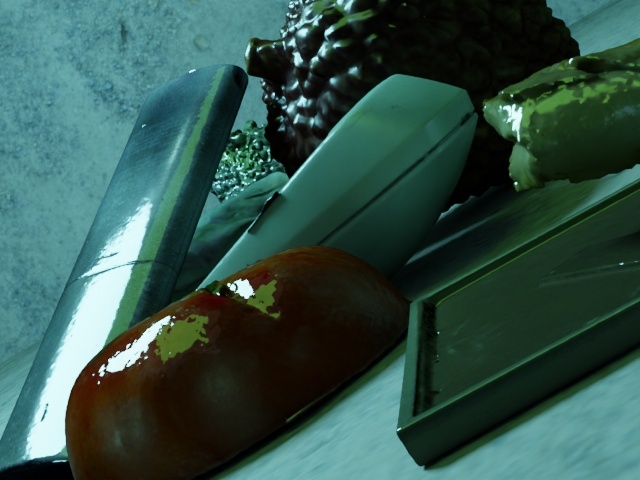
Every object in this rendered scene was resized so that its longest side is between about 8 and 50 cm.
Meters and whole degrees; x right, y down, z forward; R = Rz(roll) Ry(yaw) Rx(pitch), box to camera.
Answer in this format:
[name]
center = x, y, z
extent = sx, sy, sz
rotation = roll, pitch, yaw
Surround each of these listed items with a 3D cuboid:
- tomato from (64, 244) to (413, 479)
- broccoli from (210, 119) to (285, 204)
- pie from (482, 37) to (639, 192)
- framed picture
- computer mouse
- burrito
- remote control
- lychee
[tomato]
center = -0.057, 0.067, 0.859
extent = 0.225, 0.085, 0.225
rotation = -32, 2, 1
[broccoli]
center = 0.006, -0.074, 1.676
extent = 0.145, 0.165, 0.304
rotation = -36, -10, 38
[pie]
center = 0.216, -0.084, 0.673
extent = 0.282, 0.068, 0.128
rotation = -19, 4, 7
[framed picture]
center = 0.123, 0.013, 0.665
extent = 0.192, 0.018, 0.265
rotation = -30, 4, 9
[computer mouse]
center = 0.005, 0.004, 1.014
extent = 0.288, 0.097, 0.159
rotation = -49, -1, 26
[burrito]
center = -0.104, 0.039, 1.178
extent = 0.229, 0.089, 0.144
rotation = -31, -32, -44
[remote control]
center = -0.140, 0.018, 1.063
extent = 0.107, 0.044, 0.377
rotation = -22, 38, 36
[lychee]
center = 0.074, -0.128, 1.156
extent = 0.271, 0.236, 0.236
rotation = -1, 0, -10
